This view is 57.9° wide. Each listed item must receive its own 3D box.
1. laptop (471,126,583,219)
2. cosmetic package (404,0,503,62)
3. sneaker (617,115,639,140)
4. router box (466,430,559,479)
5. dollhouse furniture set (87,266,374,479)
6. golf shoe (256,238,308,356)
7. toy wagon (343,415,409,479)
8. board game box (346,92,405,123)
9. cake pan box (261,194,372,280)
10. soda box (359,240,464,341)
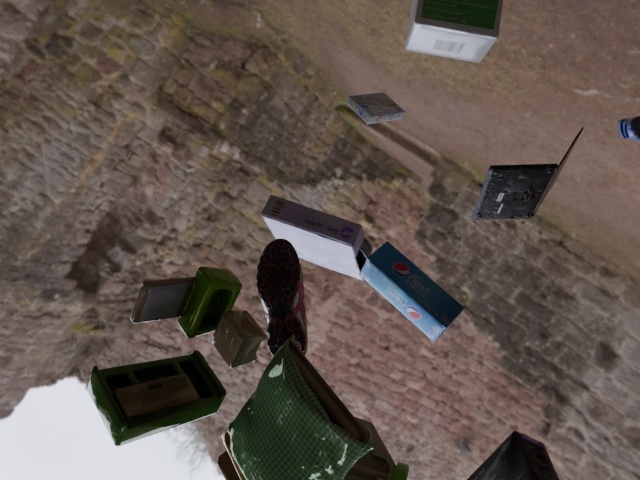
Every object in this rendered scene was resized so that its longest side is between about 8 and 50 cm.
[{"bbox_3d":[0.545,-0.174,1.536,0.264,0.137,0.234,-2,148,1],"label":"laptop"},{"bbox_3d":[0.324,-0.625,1.341,0.197,0.366,0.155,8,175,1],"label":"cosmetic package"},{"bbox_3d":[0.668,-0.239,1.240,0.059,0.053,0.144,1,-170,35],"label":"sneaker"},{"bbox_3d":[0.192,0.318,0.631,0.046,0.179,0.133,27,-155,-13],"label":"router box"},{"bbox_3d":[-0.118,0.195,0.659,0.151,0.198,0.301,-1,-143,-46],"label":"dollhouse furniture set"},{"bbox_3d":[-0.056,0.092,0.867,0.067,0.186,0.086,-6,168,3],"label":"golf shoe"},{"bbox_3d":[-0.024,0.429,0.886,0.267,0.344,0.068,14,147,14],"label":"toy wagon"},{"bbox_3d":[0.163,-0.389,1.693,0.154,0.026,0.103,-17,-125,-40],"label":"board game box"},{"bbox_3d":[0.000,0.000,1.489,0.267,0.070,0.246,19,163,20],"label":"cake pan box"},{"bbox_3d":[0.184,0.103,1.186,0.210,0.071,0.067,42,146,15],"label":"soda box"}]
